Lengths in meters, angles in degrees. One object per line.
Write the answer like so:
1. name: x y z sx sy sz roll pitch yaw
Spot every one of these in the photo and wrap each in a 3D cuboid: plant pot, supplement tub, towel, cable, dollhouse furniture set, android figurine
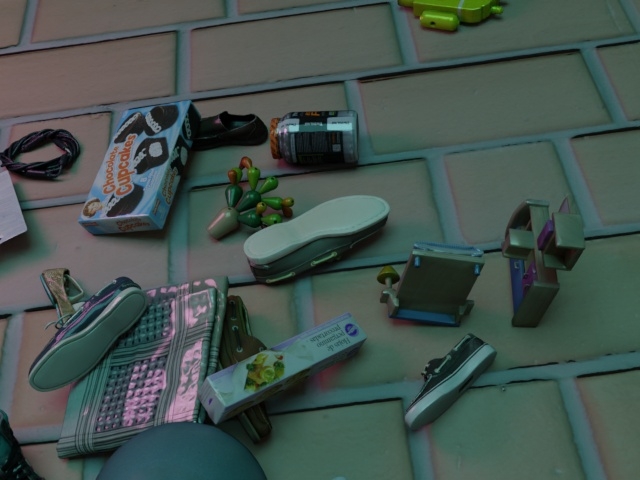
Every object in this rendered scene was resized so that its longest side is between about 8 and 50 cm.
1. plant pot: -0.217 0.420 1.161 0.291 0.195 0.290 0 82 -1
2. supplement tub: -0.011 -0.227 1.754 0.191 0.117 0.117 -1 53 6
3. towel: -0.320 0.216 1.430 0.312 0.056 0.324 -16 48 25
4. cable: -0.665 -0.209 1.866 0.185 0.047 0.150 5 53 12
5. dollhouse furniture set: 0.270 0.000 1.438 0.304 0.286 0.198 6 53 -3
6. android figurine: 0.347 -0.635 2.059 0.273 0.056 0.248 13 55 17

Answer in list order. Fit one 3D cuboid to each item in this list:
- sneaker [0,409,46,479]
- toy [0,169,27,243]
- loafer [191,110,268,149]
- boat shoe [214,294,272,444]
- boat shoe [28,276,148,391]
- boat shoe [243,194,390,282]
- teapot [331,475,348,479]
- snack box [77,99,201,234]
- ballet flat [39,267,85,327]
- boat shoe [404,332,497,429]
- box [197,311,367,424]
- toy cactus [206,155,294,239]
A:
1. sneaker: -0.527 0.380 1.315 0.296 0.178 0.124 36 65 29
2. toy: -0.720 -0.048 1.745 0.137 0.056 0.237 -28 50 -9
3. loafer: -0.234 -0.266 1.835 0.220 0.078 0.080 -5 52 3
4. boat shoe: -0.140 0.216 1.435 0.105 0.110 0.307 -23 54 -9
5. boat shoe: -0.431 0.165 1.445 0.254 0.095 0.079 -47 48 -10
6. boat shoe: -0.002 -0.003 1.599 0.305 0.091 0.109 -20 41 -10
7. teapot: -0.007 0.484 1.160 0.187 0.256 0.252 -3 76 40
8. snack box: -0.393 -0.162 1.750 0.187 0.060 0.321 -4 54 24
9. ballet flat: -0.498 0.126 1.576 0.067 0.073 0.206 -21 55 -19
10. boat shoe: 0.215 0.245 1.396 0.219 0.077 0.070 -35 57 -28
11. box: -0.059 0.215 1.370 0.324 0.067 0.063 -20 64 -40
12. toy cactus: -0.160 -0.071 1.681 0.180 0.112 0.219 -40 59 1
